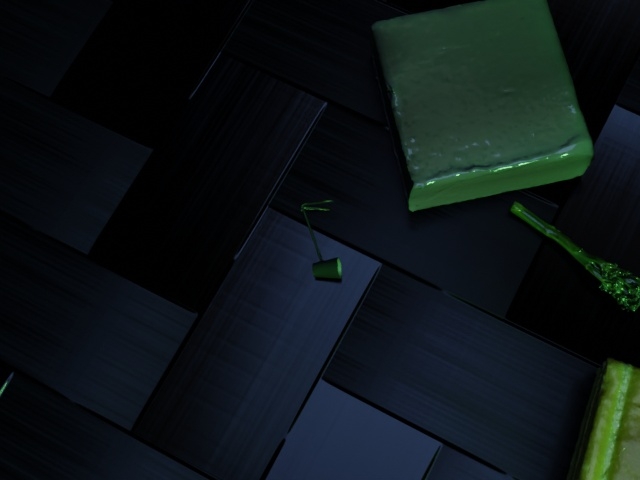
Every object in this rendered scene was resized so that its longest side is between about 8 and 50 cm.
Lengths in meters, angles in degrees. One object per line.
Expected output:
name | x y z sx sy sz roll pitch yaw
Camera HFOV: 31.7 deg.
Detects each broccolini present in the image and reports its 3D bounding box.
broccolini | 0.378 0.015 1.658 0.239 0.054 0.051 41 91 18

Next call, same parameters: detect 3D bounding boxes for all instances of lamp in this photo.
lamp | 0.000 0.001 1.689 0.054 0.041 0.121 -7 73 10

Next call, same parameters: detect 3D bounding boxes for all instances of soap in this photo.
soap | 0.241 -0.217 1.718 0.286 0.107 0.296 -10 70 0

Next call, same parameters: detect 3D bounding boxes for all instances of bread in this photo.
bread | 0.461 0.310 1.508 0.239 0.111 0.246 18 72 10
